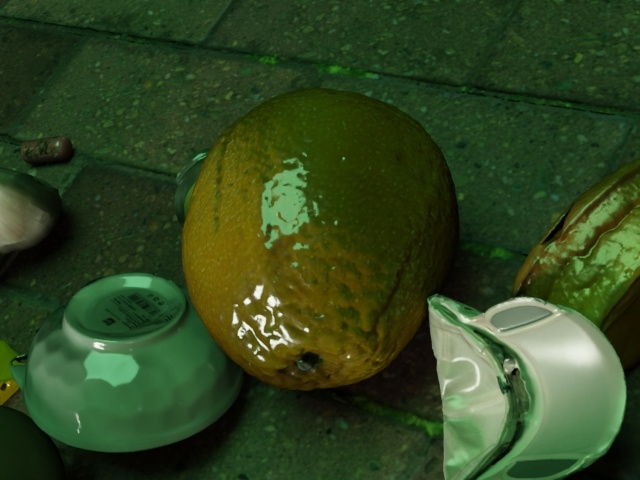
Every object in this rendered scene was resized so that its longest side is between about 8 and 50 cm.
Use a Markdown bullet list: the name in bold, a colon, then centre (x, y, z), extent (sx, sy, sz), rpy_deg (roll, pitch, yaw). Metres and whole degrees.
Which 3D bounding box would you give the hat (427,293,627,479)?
- **hat**: centre (0.216, 0.159, 1.327), extent (0.226, 0.164, 0.219), rpy_deg (-8, 77, 21)

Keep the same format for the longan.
- **longan**: centre (-0.411, 0.293, 1.493), extent (0.220, 0.196, 0.196), rpy_deg (-20, 46, 14)

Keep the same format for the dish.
- **dish**: centre (-0.234, 0.124, 1.532), extent (0.303, 0.120, 0.303), rpy_deg (-1, 33, 0)

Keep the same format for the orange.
- **orange**: centre (0.000, 0.000, 1.455), extent (0.322, 0.322, 0.357), rpy_deg (-10, 46, 18)

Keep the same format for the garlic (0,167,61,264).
- **garlic**: centre (-0.511, -0.067, 1.821), extent (0.210, 0.292, 0.237), rpy_deg (-39, 86, 0)

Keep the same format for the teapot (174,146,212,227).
- **teapot**: centre (-0.120, -0.063, 1.716), extent (0.166, 0.130, 0.119), rpy_deg (-1, 26, -17)

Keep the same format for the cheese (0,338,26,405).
- **cheese**: centre (-0.478, 0.199, 1.693), extent (0.171, 0.126, 0.093), rpy_deg (-30, 43, -30)

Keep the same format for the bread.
- **bread**: centre (0.329, 0.024, 1.365), extent (0.269, 0.195, 0.143), rpy_deg (-45, 56, -3)

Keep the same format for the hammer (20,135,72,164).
- **hammer**: centre (-0.430, -0.141, 1.973), extent (0.083, 0.043, 0.043), rpy_deg (-5, 51, 20)
